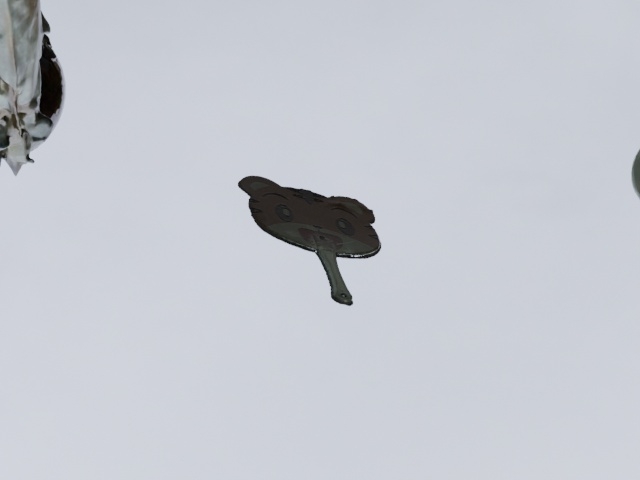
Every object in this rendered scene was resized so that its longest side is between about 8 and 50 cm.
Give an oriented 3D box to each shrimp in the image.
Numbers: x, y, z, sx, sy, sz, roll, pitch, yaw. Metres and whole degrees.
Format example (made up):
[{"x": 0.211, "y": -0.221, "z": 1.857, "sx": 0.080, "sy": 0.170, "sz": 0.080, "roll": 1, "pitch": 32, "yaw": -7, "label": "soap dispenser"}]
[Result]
[{"x": -0.277, "y": -0.222, "z": 1.400, "sx": 0.085, "sy": 0.360, "sz": 0.247, "roll": -8, "pitch": -152, "yaw": -11, "label": "shrimp"}]

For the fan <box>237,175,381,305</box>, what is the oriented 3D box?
[{"x": 0.000, "y": 0.000, "z": 1.670, "sx": 0.152, "sy": 0.008, "sz": 0.227, "roll": 12, "pitch": -153, "yaw": -18, "label": "fan"}]

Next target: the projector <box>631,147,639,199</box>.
[{"x": 0.298, "y": -0.030, "z": 0.932, "sx": 0.177, "sy": 0.163, "sz": 0.242, "roll": -37, "pitch": 164, "yaw": 22, "label": "projector"}]

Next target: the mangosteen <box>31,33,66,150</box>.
[{"x": -0.415, "y": -0.188, "z": 2.059, "sx": 0.209, "sy": 0.210, "sz": 0.210, "roll": -6, "pitch": -153, "yaw": 3, "label": "mangosteen"}]
